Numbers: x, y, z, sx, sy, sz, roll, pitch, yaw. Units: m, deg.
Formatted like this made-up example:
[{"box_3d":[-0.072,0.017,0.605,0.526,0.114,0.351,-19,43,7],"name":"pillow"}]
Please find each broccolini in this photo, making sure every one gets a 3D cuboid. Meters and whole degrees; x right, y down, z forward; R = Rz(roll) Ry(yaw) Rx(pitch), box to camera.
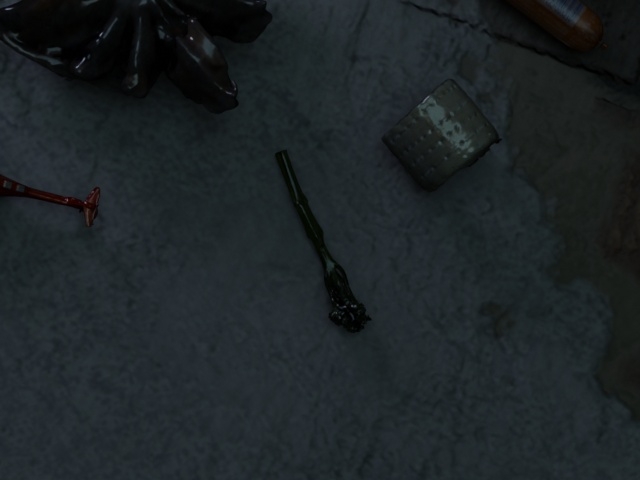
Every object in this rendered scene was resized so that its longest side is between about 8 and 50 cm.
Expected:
[{"box_3d":[0.001,0.000,1.622,0.042,0.044,0.218,-21,81,6],"name":"broccolini"}]

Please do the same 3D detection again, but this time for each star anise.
[{"box_3d":[-0.200,-0.261,1.588,0.316,0.139,0.359,-31,73,-18],"name":"star anise"}]

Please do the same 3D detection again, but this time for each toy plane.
[{"box_3d":[-0.336,-0.066,1.564,0.194,0.077,0.126,-6,88,-16],"name":"toy plane"}]

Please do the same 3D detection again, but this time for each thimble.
[{"box_3d":[0.132,-0.112,1.608,0.102,0.115,0.090,-40,89,-8],"name":"thimble"}]

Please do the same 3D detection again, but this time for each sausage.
[{"box_3d":[0.186,-0.322,1.673,0.348,0.053,0.053,36,80,-2],"name":"sausage"}]
